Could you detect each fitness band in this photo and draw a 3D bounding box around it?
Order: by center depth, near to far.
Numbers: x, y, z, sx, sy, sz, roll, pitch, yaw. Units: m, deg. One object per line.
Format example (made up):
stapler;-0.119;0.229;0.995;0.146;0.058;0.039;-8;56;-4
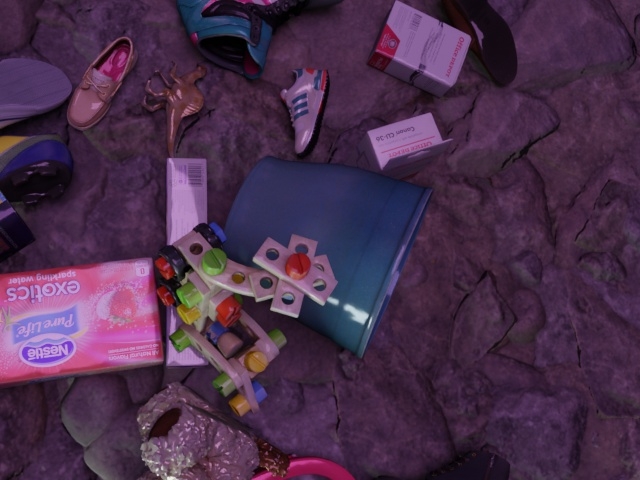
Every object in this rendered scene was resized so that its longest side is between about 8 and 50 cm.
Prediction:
fitness band;-0.064;0.445;1.137;0.291;0.054;0.209;-24;87;-15

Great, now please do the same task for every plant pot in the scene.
plant pot;0.000;0.000;1.143;0.255;0.272;0.272;23;74;8

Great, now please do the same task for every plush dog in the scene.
plush dog;-0.183;0.343;1.040;0.210;0.262;0.225;34;81;-13

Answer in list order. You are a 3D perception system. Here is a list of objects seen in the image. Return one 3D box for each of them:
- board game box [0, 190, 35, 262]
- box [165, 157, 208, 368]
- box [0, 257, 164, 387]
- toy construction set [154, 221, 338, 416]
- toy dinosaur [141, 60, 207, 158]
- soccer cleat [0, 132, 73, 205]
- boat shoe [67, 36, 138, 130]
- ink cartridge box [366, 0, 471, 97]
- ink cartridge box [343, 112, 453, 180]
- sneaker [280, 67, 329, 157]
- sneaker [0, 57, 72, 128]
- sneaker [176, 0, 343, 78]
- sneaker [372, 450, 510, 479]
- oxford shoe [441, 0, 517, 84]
board game box;-0.485;0.003;1.072;0.141;0.170;0.048;-35;86;-16
box;-0.208;0.033;1.182;0.067;0.063;0.324;-1;79;-12
box;-0.380;0.123;1.084;0.300;0.142;0.154;-6;81;-13
toy construction set;-0.113;0.093;1.015;0.151;0.328;0.215;-32;75;-38
toy dinosaur;-0.238;-0.224;1.235;0.092;0.053;0.183;20;75;-9
soccer cleat;-0.518;-0.098;1.145;0.289;0.093;0.121;-11;51;-10
boat shoe;-0.349;-0.255;1.213;0.063;0.059;0.170;28;74;-5
ink cartridge box;0.173;-0.334;1.342;0.150;0.063;0.109;24;74;-7
ink cartridge box;0.121;-0.141;1.220;0.115;0.198;0.067;-19;83;-16
sneaker;-0.035;-0.217;1.284;0.075;0.057;0.161;12;77;8
sneaker;-0.493;-0.202;1.138;0.258;0.091;0.094;-31;88;-48
sneaker;-0.086;-0.359;1.257;0.295;0.124;0.178;-6;75;-6
sneaker;0.188;0.379;1.200;0.222;0.083;0.118;16;57;-2
oxford shoe;0.285;-0.375;1.377;0.076;0.076;0.212;-36;104;-19
